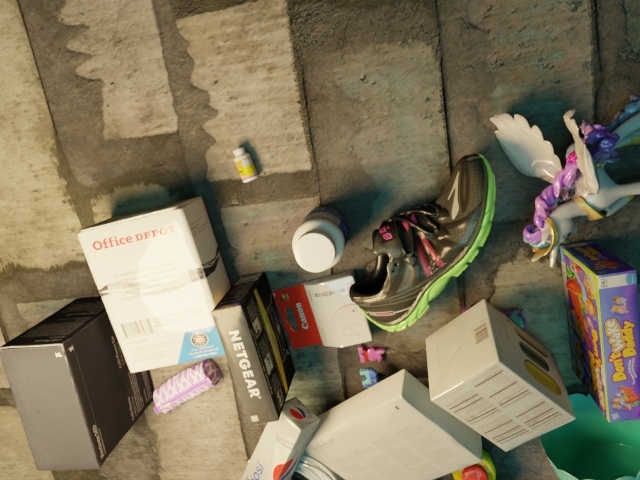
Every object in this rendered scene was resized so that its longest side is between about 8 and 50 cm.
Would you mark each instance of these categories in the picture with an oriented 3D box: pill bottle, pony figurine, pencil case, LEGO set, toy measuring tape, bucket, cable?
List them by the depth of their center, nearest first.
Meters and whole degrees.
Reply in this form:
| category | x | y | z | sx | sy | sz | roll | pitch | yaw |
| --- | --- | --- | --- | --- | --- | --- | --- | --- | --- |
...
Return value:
| category | x | y | z | sx | sy | sz | roll | pitch | yaw |
| --- | --- | --- | --- | --- | --- | --- | --- | --- | --- |
| pony figurine | 0.572 | -0.155 | 1.103 | 0.363 | 0.303 | 0.351 | -28 | 109 | -2 |
| pill bottle | 0.000 | 0.000 | 1.219 | 0.124 | 0.221 | 0.124 | 2 | 106 | 7 |
| bucket | 0.701 | 0.530 | 1.255 | 0.281 | 0.281 | 0.183 | -25 | 110 | 13 |
| pill bottle | -0.190 | -0.190 | 1.285 | 0.043 | 0.043 | 0.083 | -20 | 101 | 12 |
| pencil case | 0.437 | 0.204 | 1.301 | 0.151 | 0.064 | 0.070 | 2 | 86 | 6 |
| LEGO set | 0.169 | 0.395 | 1.377 | 0.093 | 0.087 | 0.227 | -12 | 105 | 11 |
| toy measuring tape | 0.392 | 0.565 | 1.392 | 0.121 | 0.121 | 0.330 | -23 | 90 | 13 |
| pencil case | -0.384 | 0.416 | 1.454 | 0.206 | 0.088 | 0.086 | -34 | 97 | 14 |
| cable | -0.056 | 0.695 | 1.466 | 0.257 | 0.089 | 0.257 | -24 | 96 | 23 |

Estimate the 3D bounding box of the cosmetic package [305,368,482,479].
| category | x | y | z | sx | sy | sz | roll | pitch | yaw |
| --- | --- | --- | --- | --- | --- | --- | --- | --- | --- |
| cosmetic package | 0.177 | 0.517 | 1.330 | 0.284 | 0.097 | 0.377 | 39 | 125 | -16 |

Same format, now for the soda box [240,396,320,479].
| category | x | y | z | sx | sy | sz | roll | pitch | yaw |
| --- | --- | --- | --- | --- | --- | --- | --- | --- | --- |
| soda box | -0.111 | 0.562 | 1.345 | 0.098 | 0.091 | 0.286 | 34 | 109 | 29 |

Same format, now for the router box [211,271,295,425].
| category | x | y | z | sx | sy | sz | roll | pitch | yaw |
| --- | --- | --- | --- | --- | --- | --- | --- | --- | --- |
| router box | -0.160 | 0.265 | 1.303 | 0.080 | 0.243 | 0.309 | -13 | 102 | 11 |

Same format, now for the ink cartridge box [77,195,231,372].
| category | x | y | z | sx | sy | sz | roll | pitch | yaw |
| --- | --- | --- | --- | --- | --- | --- | --- | --- | --- |
| ink cartridge box | -0.401 | 0.111 | 1.331 | 0.285 | 0.166 | 0.395 | -12 | 104 | 10 |

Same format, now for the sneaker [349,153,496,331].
| category | x | y | z | sx | sy | sz | roll | pitch | yaw |
| --- | --- | --- | --- | --- | --- | --- | --- | --- | --- |
| sneaker | 0.233 | 0.004 | 1.202 | 0.202 | 0.185 | 0.483 | 28 | 106 | -14 |

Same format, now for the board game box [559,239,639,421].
| category | x | y | z | sx | sy | sz | roll | pitch | yaw |
| --- | --- | --- | --- | --- | --- | --- | --- | --- | --- |
| board game box | 0.648 | 0.198 | 1.184 | 0.078 | 0.233 | 0.347 | -10 | 103 | 10 |

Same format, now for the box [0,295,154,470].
| category | x | y | z | sx | sy | sz | roll | pitch | yaw |
| --- | --- | --- | --- | --- | --- | --- | --- | --- | --- |
| box | -0.619 | 0.359 | 1.352 | 0.178 | 0.312 | 0.344 | -6 | 104 | 9 |

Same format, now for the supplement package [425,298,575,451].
| category | x | y | z | sx | sy | sz | roll | pitch | yaw |
| --- | --- | --- | --- | --- | --- | --- | --- | --- | --- |
| supplement package | 0.417 | 0.322 | 1.219 | 0.262 | 0.199 | 0.198 | 37 | 122 | -17 |

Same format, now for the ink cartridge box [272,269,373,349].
| category | x | y | z | sx | sy | sz | roll | pitch | yaw |
| --- | --- | --- | --- | --- | --- | --- | --- | --- | --- |
| ink cartridge box | 0.005 | 0.198 | 1.362 | 0.232 | 0.066 | 0.189 | -16 | 103 | 7 |
